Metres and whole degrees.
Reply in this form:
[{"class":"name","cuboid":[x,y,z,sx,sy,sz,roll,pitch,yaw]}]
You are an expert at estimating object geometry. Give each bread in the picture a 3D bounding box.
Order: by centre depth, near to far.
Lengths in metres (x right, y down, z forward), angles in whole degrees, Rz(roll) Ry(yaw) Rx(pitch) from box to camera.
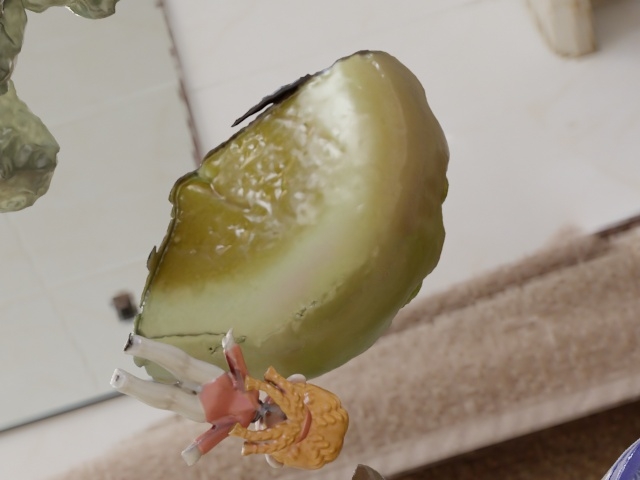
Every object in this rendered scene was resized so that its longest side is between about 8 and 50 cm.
[{"class":"bread","cuboid":[-0.005,0.012,0.974,0.156,0.260,0.158,54,-178,32]}]

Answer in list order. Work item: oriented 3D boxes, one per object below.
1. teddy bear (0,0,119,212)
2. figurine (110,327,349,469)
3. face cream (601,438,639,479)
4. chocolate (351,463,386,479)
[{"class":"teddy bear","cuboid":[-0.232,-0.096,0.861,0.362,0.327,0.375,29,142,48]},{"class":"figurine","cuboid":[-0.039,0.073,0.655,0.047,0.109,0.064,176,114,-74]},{"class":"face cream","cuboid":[0.317,0.245,1.172,0.111,0.206,0.206,99,156,-69]},{"class":"chocolate","cuboid":[0.034,0.212,1.041,0.064,0.031,0.101,60,-141,-30]}]
